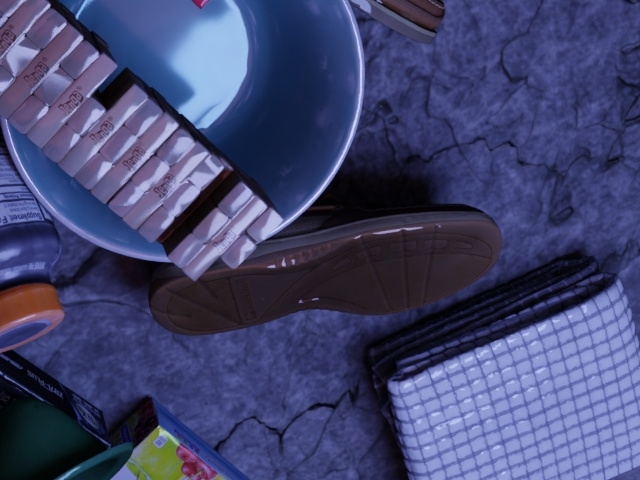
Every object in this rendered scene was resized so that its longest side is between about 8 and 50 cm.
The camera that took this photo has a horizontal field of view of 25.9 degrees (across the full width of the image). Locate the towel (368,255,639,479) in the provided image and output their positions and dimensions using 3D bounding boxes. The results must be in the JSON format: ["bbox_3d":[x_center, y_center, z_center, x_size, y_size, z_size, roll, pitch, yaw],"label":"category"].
[{"bbox_3d":[0.204,0.171,1.476,0.284,0.121,0.235,-23,116,-8],"label":"towel"}]

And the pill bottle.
[{"bbox_3d":[-0.304,-0.026,1.191,0.130,0.130,0.245,-23,78,-6],"label":"pill bottle"}]

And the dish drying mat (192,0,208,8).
[{"bbox_3d":[-0.114,-0.226,1.119,0.032,0.008,0.083,-45,116,4],"label":"dish drying mat"}]

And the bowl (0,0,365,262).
[{"bbox_3d":[-0.130,-0.152,1.235,0.312,0.163,0.311,-5,111,-13],"label":"bowl"}]

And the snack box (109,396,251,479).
[{"bbox_3d":[-0.184,0.294,1.437,0.207,0.070,0.174,-44,115,5],"label":"snack box"}]

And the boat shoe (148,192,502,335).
[{"bbox_3d":[0.000,0.000,1.349,0.342,0.123,0.123,-11,137,-2],"label":"boat shoe"}]

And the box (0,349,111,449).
[{"bbox_3d":[-0.322,0.211,1.363,0.147,0.077,0.180,40,95,-25],"label":"box"}]

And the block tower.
[{"bbox_3d":[-0.181,-0.103,1.100,0.091,0.097,0.335,-46,113,4],"label":"block tower"}]

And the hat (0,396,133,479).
[{"bbox_3d":[-0.289,0.166,1.282,0.183,0.173,0.208,52,131,11],"label":"hat"}]

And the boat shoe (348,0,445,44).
[{"bbox_3d":[0.006,-0.292,1.249,0.307,0.110,0.104,32,100,-24],"label":"boat shoe"}]
